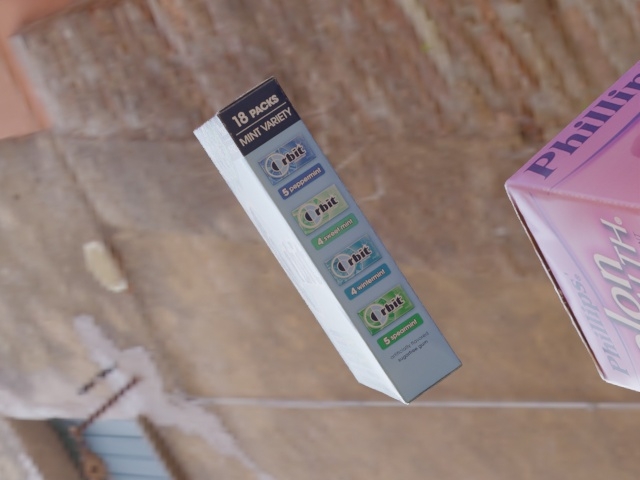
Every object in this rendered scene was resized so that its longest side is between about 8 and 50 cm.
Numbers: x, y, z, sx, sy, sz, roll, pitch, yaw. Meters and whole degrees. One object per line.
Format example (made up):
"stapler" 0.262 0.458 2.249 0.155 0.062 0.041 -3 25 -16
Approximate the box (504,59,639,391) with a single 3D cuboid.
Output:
"box" 0.240 -0.028 0.772 0.213 0.243 0.117 -41 -63 -21

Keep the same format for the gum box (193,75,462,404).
"gum box" 0.000 0.000 1.090 0.041 0.157 0.184 -34 -86 -6
